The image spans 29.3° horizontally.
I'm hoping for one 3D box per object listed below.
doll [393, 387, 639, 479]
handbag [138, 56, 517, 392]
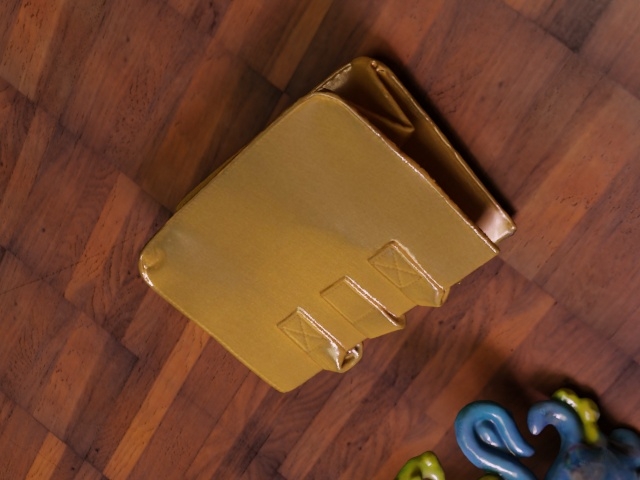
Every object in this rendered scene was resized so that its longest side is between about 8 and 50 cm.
[{"bbox_3d":[0.246,0.333,1.328,0.346,0.341,0.099,41,153,14],"label":"doll"},{"bbox_3d":[0.000,0.000,1.413,0.283,0.133,0.401,48,129,-6],"label":"handbag"}]
